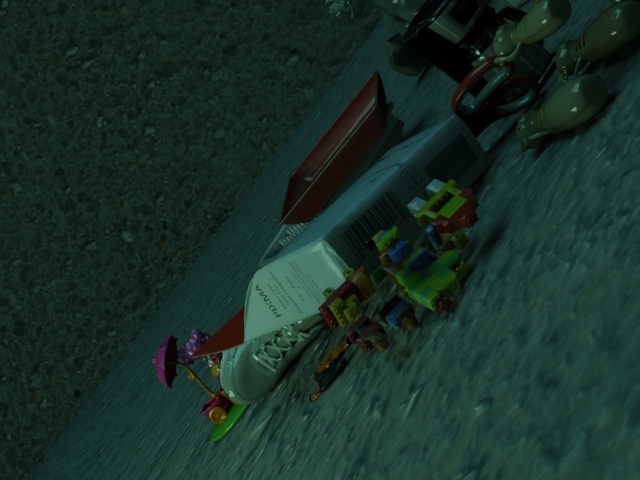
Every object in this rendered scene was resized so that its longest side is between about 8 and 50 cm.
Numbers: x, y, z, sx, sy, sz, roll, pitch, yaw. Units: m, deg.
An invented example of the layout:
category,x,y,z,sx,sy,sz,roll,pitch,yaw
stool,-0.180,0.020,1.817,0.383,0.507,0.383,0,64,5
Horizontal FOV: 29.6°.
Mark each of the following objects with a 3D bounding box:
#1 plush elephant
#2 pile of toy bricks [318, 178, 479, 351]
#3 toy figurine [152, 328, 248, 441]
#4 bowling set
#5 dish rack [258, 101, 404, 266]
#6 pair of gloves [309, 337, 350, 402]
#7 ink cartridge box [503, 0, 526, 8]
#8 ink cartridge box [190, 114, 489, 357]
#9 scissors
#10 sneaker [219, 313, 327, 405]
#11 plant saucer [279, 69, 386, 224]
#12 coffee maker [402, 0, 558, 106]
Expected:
category,x,y,z,sx,sy,sz,roll,pitch,yaw
plush elephant,0.197,-0.481,2.395,0.330,0.271,0.255,-13,-13,23
pile of toy bricks,0.110,0.043,1.330,0.212,0.118,0.105,-44,42,-15
toy figurine,-0.176,0.198,1.876,0.173,0.159,0.130,-50,10,15
bowling set,0.266,-0.269,1.379,0.287,0.200,0.154,-53,8,-22
dish rack,0.029,-0.079,2.159,0.332,0.072,0.285,-56,11,-16
pair of gloves,0.011,0.165,1.554,0.074,0.010,0.083,-49,11,21
ink cartridge box,0.341,-0.573,2.043,0.289,0.211,0.121,-56,8,-23
ink cartridge box,0.000,0.000,1.589,0.385,0.091,0.308,-23,16,49
scissors,0.172,-0.132,1.601,0.297,0.109,0.021,-46,44,36
sneaker,-0.049,0.125,1.745,0.262,0.099,0.121,-56,14,-10
plant saucer,0.033,-0.151,2.058,0.259,0.048,0.258,-51,11,18
coffee maker,0.204,-0.254,1.639,0.171,0.178,0.120,-40,15,53
